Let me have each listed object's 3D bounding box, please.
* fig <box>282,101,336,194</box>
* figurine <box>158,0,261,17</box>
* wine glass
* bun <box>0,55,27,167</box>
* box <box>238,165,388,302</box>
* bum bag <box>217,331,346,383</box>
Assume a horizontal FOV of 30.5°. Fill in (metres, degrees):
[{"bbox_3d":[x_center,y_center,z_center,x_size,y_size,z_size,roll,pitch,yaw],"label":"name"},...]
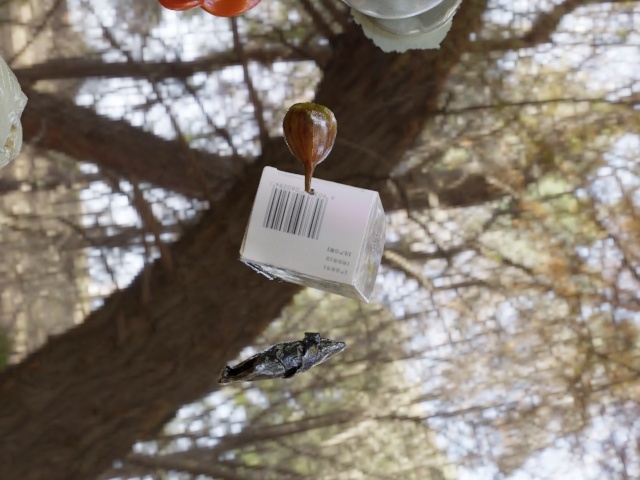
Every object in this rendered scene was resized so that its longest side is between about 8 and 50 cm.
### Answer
[{"bbox_3d":[-0.009,-0.083,1.055,0.050,0.050,0.083,174,-83,-66],"label":"fig"},{"bbox_3d":[-0.124,-0.434,1.526,0.412,0.241,0.306,-111,-137,-78],"label":"figurine"},{"bbox_3d":[0.112,-0.426,1.740,0.323,0.238,0.238,18,60,-75],"label":"wine glass"},{"bbox_3d":[-0.464,-0.157,1.541,0.231,0.133,0.231,21,90,-83],"label":"bun"},{"bbox_3d":[0.000,0.000,1.797,0.333,0.173,0.145,50,55,-80],"label":"box"},{"bbox_3d":[-0.061,0.212,2.086,0.102,0.248,0.069,6,-70,55],"label":"bum bag"}]
